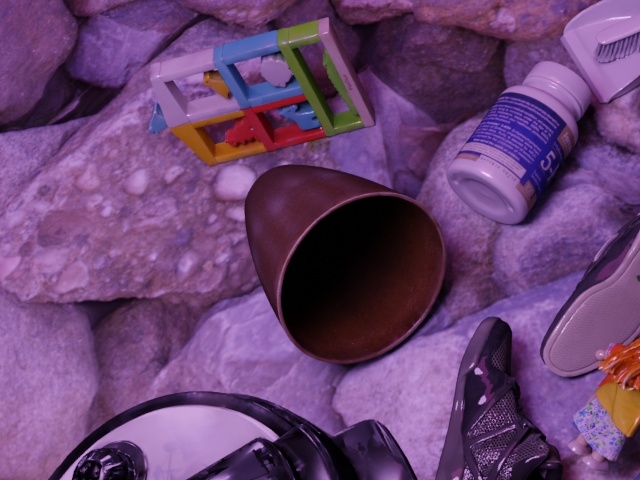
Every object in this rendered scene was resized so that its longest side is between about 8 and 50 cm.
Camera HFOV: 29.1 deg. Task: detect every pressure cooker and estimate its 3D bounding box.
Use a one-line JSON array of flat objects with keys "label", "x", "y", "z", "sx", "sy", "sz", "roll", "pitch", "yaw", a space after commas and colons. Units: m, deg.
[{"label": "pressure cooker", "x": -0.079, "y": 0.337, "z": 1.105, "sx": 0.376, "sy": 0.420, "sz": 0.369, "roll": 6, "pitch": 68, "yaw": 32}]

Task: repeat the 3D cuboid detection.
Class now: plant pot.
[{"label": "plant pot", "x": 0.000, "y": 0.000, "z": 1.487, "sx": 0.215, "sy": 0.215, "sz": 0.230, "roll": -39, "pitch": 36, "yaw": -6}]

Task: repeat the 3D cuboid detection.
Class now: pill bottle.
[{"label": "pill bottle", "x": 0.247, "y": -0.123, "z": 1.503, "sx": 0.112, "sy": 0.112, "sz": 0.186, "roll": 25, "pitch": 70, "yaw": 35}]

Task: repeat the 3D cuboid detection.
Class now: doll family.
[{"label": "doll family", "x": 0.344, "y": 0.182, "z": 1.200, "sx": 0.263, "sy": 0.118, "sz": 0.163, "roll": 45, "pitch": 114, "yaw": 37}]

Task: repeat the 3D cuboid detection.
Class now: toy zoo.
[{"label": "toy zoo", "x": -0.095, "y": -0.188, "z": 1.648, "sx": 0.293, "sy": 0.192, "sz": 0.030, "roll": -13, "pitch": 52, "yaw": 16}]

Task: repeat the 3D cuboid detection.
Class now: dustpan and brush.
[{"label": "dustpan and brush", "x": 0.421, "y": -0.280, "z": 1.569, "sx": 0.211, "sy": 0.060, "sz": 0.147, "roll": -25, "pitch": 51, "yaw": 6}]

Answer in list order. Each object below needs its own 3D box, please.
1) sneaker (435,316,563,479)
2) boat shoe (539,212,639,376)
[{"label": "sneaker", "x": 0.205, "y": 0.193, "z": 1.320, "sx": 0.130, "sy": 0.087, "sz": 0.227, "roll": 2, "pitch": 61, "yaw": 23}, {"label": "boat shoe", "x": 0.327, "y": 0.056, "z": 1.380, "sx": 0.233, "sy": 0.084, "sz": 0.079, "roll": -50, "pitch": 14, "yaw": -6}]
